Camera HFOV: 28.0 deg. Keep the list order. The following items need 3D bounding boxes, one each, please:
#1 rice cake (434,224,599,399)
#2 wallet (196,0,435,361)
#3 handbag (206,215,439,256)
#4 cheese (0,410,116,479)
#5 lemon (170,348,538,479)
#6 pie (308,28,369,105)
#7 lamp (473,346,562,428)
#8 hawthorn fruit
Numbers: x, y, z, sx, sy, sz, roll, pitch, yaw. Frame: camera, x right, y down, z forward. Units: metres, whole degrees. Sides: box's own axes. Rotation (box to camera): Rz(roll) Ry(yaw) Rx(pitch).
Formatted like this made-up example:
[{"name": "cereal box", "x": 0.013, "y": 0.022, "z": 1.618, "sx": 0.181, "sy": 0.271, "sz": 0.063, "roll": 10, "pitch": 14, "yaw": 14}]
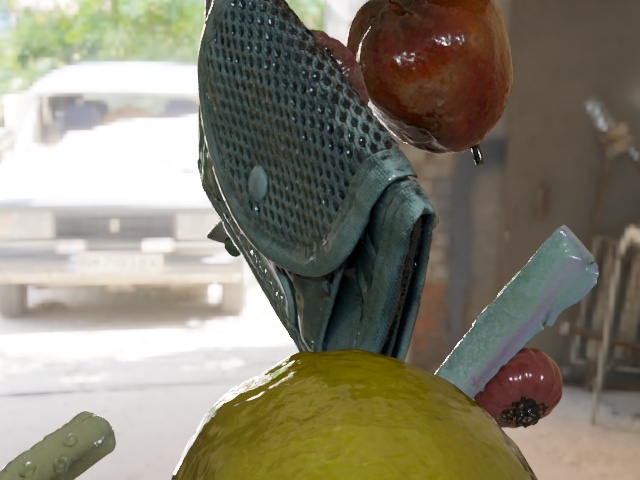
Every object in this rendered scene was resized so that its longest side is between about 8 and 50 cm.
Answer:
[{"name": "rice cake", "x": 0.194, "y": 0.113, "z": 1.384, "sx": 0.081, "sy": 0.290, "sz": 0.051, "roll": 44, "pitch": 20, "yaw": 22}, {"name": "wallet", "x": -0.026, "y": -0.050, "z": 1.041, "sx": 0.075, "sy": 0.237, "sz": 0.342, "roll": -12, "pitch": 47, "yaw": -25}, {"name": "handbag", "x": -0.001, "y": 0.004, "z": 1.692, "sx": 0.268, "sy": 0.100, "sz": 0.274, "roll": 20, "pitch": -19, "yaw": -12}, {"name": "cheese", "x": -0.318, "y": 0.263, "z": 1.450, "sx": 0.065, "sy": 0.043, "sz": 0.194, "roll": 31, "pitch": 54, "yaw": 34}, {"name": "lemon", "x": 0.020, "y": 0.213, "z": 0.830, "sx": 0.285, "sy": 0.286, "sz": 0.316, "roll": -10, "pitch": 23, "yaw": -43}, {"name": "pie", "x": -0.009, "y": -0.145, "z": 1.344, "sx": 0.154, "sy": 0.155, "sz": 0.036, "roll": 9, "pitch": 24, "yaw": 36}, {"name": "lamp", "x": 0.225, "y": 0.169, "z": 1.473, "sx": 0.107, "sy": 0.107, "sz": 0.092, "roll": -2, "pitch": 47, "yaw": -14}, {"name": "hawthorn fruit", "x": 0.155, "y": -0.216, "z": 1.701, "sx": 0.224, "sy": 0.261, "sz": 0.224, "roll": -24, "pitch": 23, "yaw": 11}]
